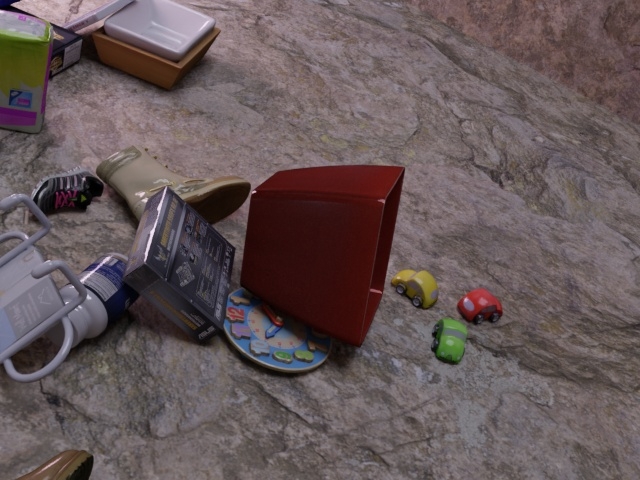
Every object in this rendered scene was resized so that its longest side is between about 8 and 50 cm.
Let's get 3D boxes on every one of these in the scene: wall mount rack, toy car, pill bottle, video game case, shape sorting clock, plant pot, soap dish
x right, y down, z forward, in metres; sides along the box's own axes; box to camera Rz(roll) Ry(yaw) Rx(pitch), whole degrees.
[{"bbox_3d":[-0.515,0.087,1.241,0.304,0.130,0.350,-36,45,-8],"label":"wall mount rack"},{"bbox_3d":[0.255,0.145,1.641,0.239,0.053,0.225,17,34,-5],"label":"toy car"},{"bbox_3d":[-0.363,0.097,1.346,0.094,0.094,0.169,27,35,9],"label":"pill bottle"},{"bbox_3d":[-0.555,-0.551,2.071,0.184,0.023,0.201,-13,26,31],"label":"video game case"},{"bbox_3d":[-0.075,0.149,1.474,0.206,0.040,0.206,14,36,-10],"label":"shape sorting clock"},{"bbox_3d":[0.000,0.000,1.513,0.236,0.267,0.267,11,19,10],"label":"plant pot"},{"bbox_3d":[-0.405,-0.499,2.110,0.229,0.118,0.290,22,35,1],"label":"soap dish"}]

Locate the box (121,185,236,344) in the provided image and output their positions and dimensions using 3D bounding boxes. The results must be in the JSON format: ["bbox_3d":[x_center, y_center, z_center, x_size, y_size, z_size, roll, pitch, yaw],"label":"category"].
[{"bbox_3d":[-0.235,0.039,1.448,0.183,0.056,0.231,44,25,-27],"label":"box"}]

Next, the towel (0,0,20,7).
[{"bbox_3d":[-0.827,-0.605,1.956,0.228,0.076,0.308,26,35,12],"label":"towel"}]

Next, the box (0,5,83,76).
[{"bbox_3d":[-0.742,-0.444,1.904,0.296,0.073,0.293,25,34,7],"label":"box"}]

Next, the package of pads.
[{"bbox_3d":[-0.688,-0.350,1.664,0.297,0.229,0.101,8,37,-17],"label":"package of pads"}]

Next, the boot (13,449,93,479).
[{"bbox_3d":[-0.454,0.288,1.045,0.270,0.089,0.236,28,36,11],"label":"boot"}]

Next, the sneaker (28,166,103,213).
[{"bbox_3d":[-0.465,-0.086,1.567,0.075,0.063,0.170,24,29,15],"label":"sneaker"}]

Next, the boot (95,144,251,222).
[{"bbox_3d":[-0.288,-0.116,1.679,0.262,0.095,0.203,-22,52,-40],"label":"boot"}]
